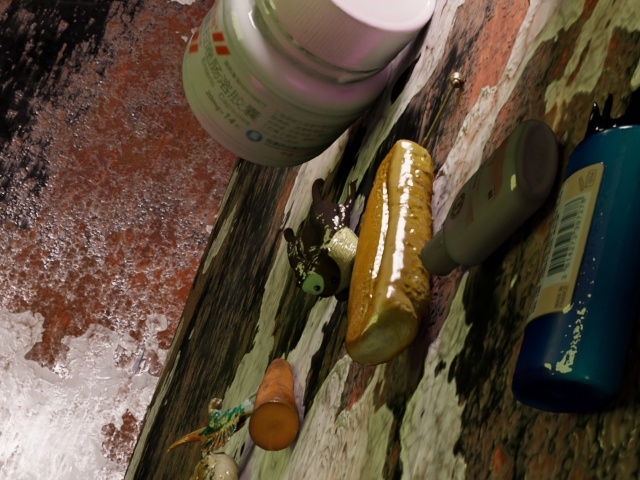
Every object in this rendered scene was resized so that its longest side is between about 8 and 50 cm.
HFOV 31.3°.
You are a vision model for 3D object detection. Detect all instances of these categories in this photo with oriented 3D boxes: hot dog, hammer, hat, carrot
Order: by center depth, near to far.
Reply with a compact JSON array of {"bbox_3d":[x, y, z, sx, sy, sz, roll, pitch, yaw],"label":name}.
[{"bbox_3d":[0.070,0.005,1.035,0.088,0.061,0.286,-54,15,40],"label":"hot dog"},{"bbox_3d":[0.119,-0.120,1.192,0.029,0.014,0.123,-67,2,-62],"label":"hammer"},{"bbox_3d":[0.020,0.030,1.255,0.077,0.059,0.076,-56,-2,29],"label":"hat"},{"bbox_3d":[-0.049,0.177,1.345,0.224,0.057,0.057,-86,20,-77],"label":"carrot"}]

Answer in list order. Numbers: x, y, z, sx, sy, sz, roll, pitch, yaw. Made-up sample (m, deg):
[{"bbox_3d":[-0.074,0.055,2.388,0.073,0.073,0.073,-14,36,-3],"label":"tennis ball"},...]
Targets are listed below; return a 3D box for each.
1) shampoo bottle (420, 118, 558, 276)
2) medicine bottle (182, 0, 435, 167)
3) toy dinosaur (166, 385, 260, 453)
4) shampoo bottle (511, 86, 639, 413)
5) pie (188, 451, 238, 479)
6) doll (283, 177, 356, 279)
[{"bbox_3d":[0.124,-0.022,0.869,0.165,0.040,0.080,129,159,-55],"label":"shampoo bottle"},{"bbox_3d":[-0.018,-0.274,1.545,0.325,0.256,0.256,-41,27,49],"label":"medicine bottle"},{"bbox_3d":[-0.131,0.245,1.484,0.187,0.044,0.106,-31,16,5],"label":"toy dinosaur"},{"bbox_3d":[0.154,0.002,0.635,0.087,0.050,0.183,128,162,-69],"label":"shampoo bottle"},{"bbox_3d":[-0.164,0.397,1.429,0.274,0.055,0.274,-159,90,-80],"label":"pie"},{"bbox_3d":[0.000,0.000,1.437,0.139,0.057,0.165,-57,19,35],"label":"doll"}]
